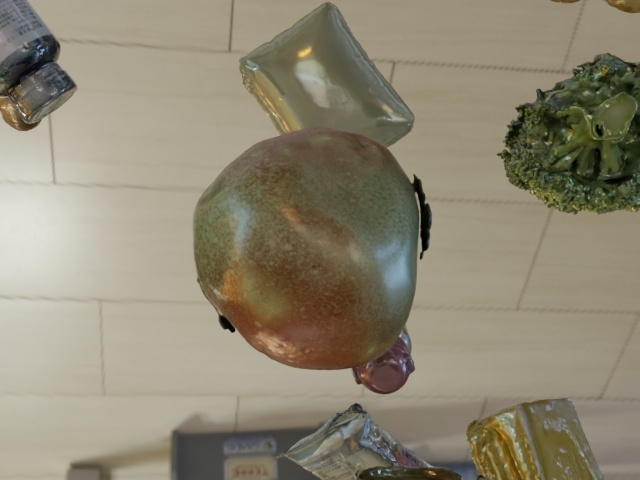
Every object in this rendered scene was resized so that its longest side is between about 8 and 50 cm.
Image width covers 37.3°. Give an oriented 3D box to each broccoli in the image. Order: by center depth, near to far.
[{"bbox_3d":[0.509,-0.173,1.660,0.375,0.302,0.249,-24,111,7],"label":"broccoli"}]

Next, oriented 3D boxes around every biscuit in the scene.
[{"bbox_3d":[0.093,0.399,1.670,0.186,0.079,0.309,-35,123,25],"label":"biscuit"}]

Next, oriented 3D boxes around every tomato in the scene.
[{"bbox_3d":[0.000,0.000,1.172,0.303,0.303,0.239,23,141,-23],"label":"tomato"}]

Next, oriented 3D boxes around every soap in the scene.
[{"bbox_3d":[0.326,0.374,1.283,0.091,0.315,0.199,-31,156,33],"label":"soap"}]

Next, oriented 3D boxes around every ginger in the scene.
[{"bbox_3d":[-0.572,-0.271,1.804,0.069,0.095,0.190,33,155,11],"label":"ginger"}]

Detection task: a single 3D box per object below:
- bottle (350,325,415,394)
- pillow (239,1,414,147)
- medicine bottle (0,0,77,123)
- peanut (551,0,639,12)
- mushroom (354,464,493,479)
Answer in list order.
[{"bbox_3d":[0.098,0.176,1.677,0.120,0.253,0.120,-2,115,-3],"label":"bottle"},{"bbox_3d":[0.009,-0.295,1.937,0.255,0.120,0.322,-34,85,1],"label":"pillow"},{"bbox_3d":[-0.509,-0.327,1.480,0.141,0.141,0.293,-35,96,21],"label":"medicine bottle"},{"bbox_3d":[0.396,-0.416,1.408,0.122,0.253,0.137,-36,137,-37],"label":"peanut"},{"bbox_3d":[0.101,0.315,0.743,0.352,0.352,0.260,1,85,0],"label":"mushroom"}]
